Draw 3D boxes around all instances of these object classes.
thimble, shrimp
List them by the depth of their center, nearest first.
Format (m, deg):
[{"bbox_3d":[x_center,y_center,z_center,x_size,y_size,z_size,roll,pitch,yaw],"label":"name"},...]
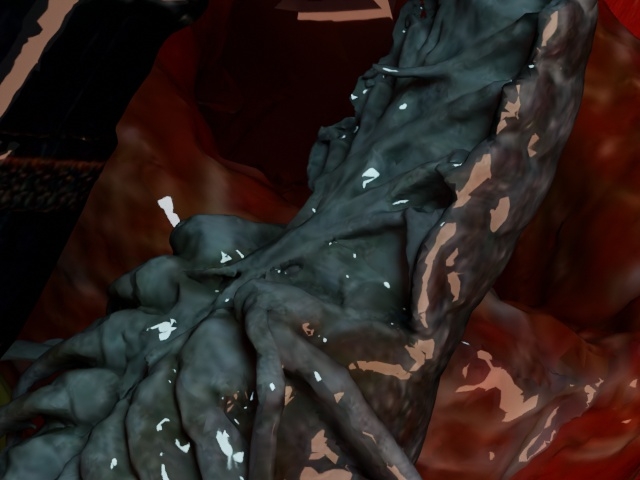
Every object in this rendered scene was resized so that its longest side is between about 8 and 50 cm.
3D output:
[{"bbox_3d":[-0.028,0.041,0.572,0.410,0.166,0.221,-53,-150,7],"label":"shrimp"},{"bbox_3d":[0.000,0.000,0.834,0.350,0.350,0.230,-34,159,-45],"label":"thimble"}]

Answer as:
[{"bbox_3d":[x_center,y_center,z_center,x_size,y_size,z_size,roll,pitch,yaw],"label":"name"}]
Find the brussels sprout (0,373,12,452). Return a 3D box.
[{"bbox_3d":[-0.219,0.103,0.709,0.244,0.244,0.244,-45,165,-15],"label":"brussels sprout"}]

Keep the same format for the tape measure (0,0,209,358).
[{"bbox_3d":[-0.159,-0.038,0.491,0.202,0.223,0.135,-60,158,8],"label":"tape measure"}]
